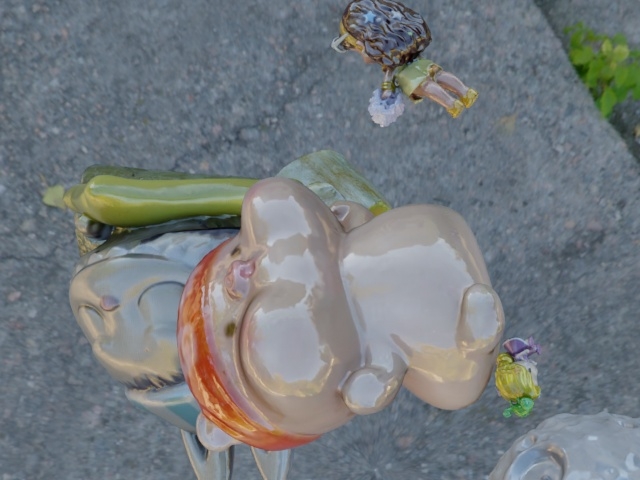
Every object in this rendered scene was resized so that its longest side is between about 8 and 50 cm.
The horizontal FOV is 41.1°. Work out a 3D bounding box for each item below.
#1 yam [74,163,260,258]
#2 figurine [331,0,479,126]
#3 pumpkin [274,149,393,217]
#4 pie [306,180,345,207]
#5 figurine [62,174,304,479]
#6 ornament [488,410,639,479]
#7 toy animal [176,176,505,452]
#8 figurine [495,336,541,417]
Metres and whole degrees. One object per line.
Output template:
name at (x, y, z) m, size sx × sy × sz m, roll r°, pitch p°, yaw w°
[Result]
yam at (-0.251, -0.022, 1.394) m, size 0.300 × 0.195 × 0.195 m, roll 4°, pitch 75°, yaw -4°
figurine at (0.127, -0.273, 1.297) m, size 0.240 × 0.116 × 0.175 m, roll 48°, pitch 51°, yaw 4°
pumpkin at (0.000, 0.000, 1.789) m, size 0.332 × 0.332 × 0.199 m, roll -40°, pitch 61°, yaw -7°
pie at (0.005, 0.015, 1.497) m, size 0.218 × 0.052 × 0.185 m, roll 45°, pitch 81°, yaw -21°
figurine at (-0.158, 0.112, 0.992) m, size 0.266 × 0.361 × 0.377 m, roll 0°, pitch 92°, yaw -7°
ornament at (0.370, 0.393, 1.140) m, size 0.337 × 0.337 × 0.337 m, roll -1°, pitch 75°, yaw 3°
toy animal at (0.008, 0.046, 0.542) m, size 0.198 × 0.171 × 0.171 m, roll -10°, pitch 75°, yaw 2°
figurine at (0.366, 0.271, 1.641) m, size 0.115 × 0.095 × 0.156 m, roll -27°, pitch 45°, yaw 38°
